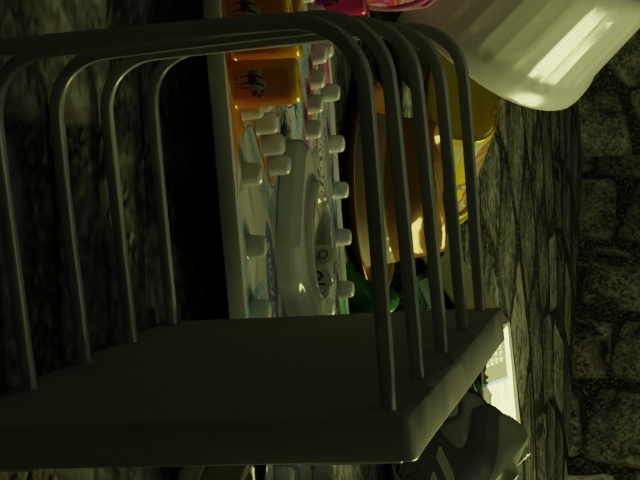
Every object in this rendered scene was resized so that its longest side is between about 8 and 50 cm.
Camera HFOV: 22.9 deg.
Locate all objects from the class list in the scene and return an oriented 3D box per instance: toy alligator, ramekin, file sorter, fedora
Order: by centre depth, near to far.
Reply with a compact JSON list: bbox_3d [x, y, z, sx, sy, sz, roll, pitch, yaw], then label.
[{"bbox_3d":[-0.034,-0.011,0.720,0.277,0.192,0.173,-25,111,-75],"label":"file sorter"},{"bbox_3d":[0.054,0.097,1.360,0.056,0.051,0.190,-72,157,-53],"label":"toy alligator"},{"bbox_3d":[0.075,-0.047,1.405,0.194,0.079,0.194,-1,90,-76],"label":"fedora"},{"bbox_3d":[0.186,-0.268,1.453,0.277,0.135,0.277,28,38,-25],"label":"ramekin"}]

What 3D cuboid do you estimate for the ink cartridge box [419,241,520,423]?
[{"bbox_3d":[0.154,0.106,1.716,0.208,0.045,0.206,-119,-167,-49],"label":"ink cartridge box"}]

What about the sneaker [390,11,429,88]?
[{"bbox_3d":[0.134,-0.245,1.650,0.150,0.135,0.366,59,17,8],"label":"sneaker"}]

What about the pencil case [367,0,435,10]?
[{"bbox_3d":[0.064,-0.331,1.317,0.124,0.124,0.284,66,26,-58],"label":"pencil case"}]

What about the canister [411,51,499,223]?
[{"bbox_3d":[0.125,-0.105,1.527,0.170,0.073,0.126,101,-4,-63],"label":"canister"}]

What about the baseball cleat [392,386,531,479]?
[{"bbox_3d":[0.067,0.182,1.121,0.206,0.109,0.072,-44,170,-43],"label":"baseball cleat"}]

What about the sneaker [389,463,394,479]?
[{"bbox_3d":[0.110,0.199,1.559,0.175,0.064,0.067,-34,126,-74],"label":"sneaker"}]

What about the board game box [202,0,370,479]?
[{"bbox_3d":[0.000,0.000,1.093,0.390,0.050,0.390,-57,144,-74],"label":"board game box"}]

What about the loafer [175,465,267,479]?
[{"bbox_3d":[-0.039,0.232,0.887,0.094,0.087,0.251,15,74,-76],"label":"loafer"}]

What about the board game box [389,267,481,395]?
[{"bbox_3d":[0.122,0.122,1.568,0.186,0.026,0.126,68,14,1],"label":"board game box"}]
